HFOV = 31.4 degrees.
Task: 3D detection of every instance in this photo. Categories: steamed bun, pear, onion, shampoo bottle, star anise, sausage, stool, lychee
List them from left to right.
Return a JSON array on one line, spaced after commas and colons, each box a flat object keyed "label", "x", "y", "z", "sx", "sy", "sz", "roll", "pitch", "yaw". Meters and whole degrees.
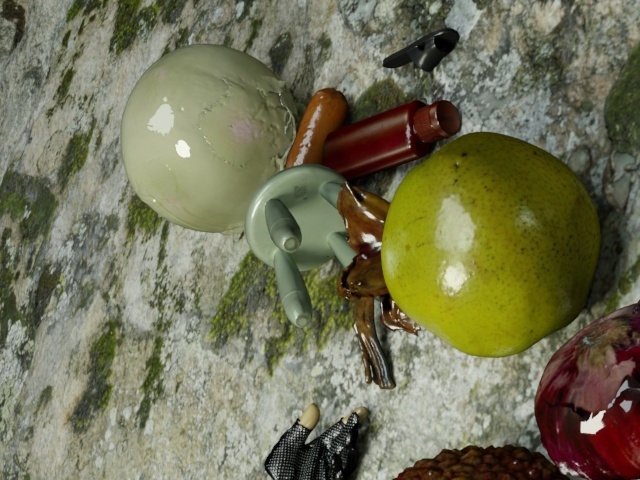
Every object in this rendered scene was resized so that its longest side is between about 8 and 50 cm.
[{"label": "steamed bun", "x": -0.190, "y": -0.191, "z": 2.052, "sx": 0.233, "sy": 0.312, "sz": 0.334, "roll": -7, "pitch": 72, "yaw": 46}, {"label": "sausage", "x": -0.007, "y": -0.176, "z": 2.009, "sx": 0.076, "sy": 0.076, "sz": 0.197, "roll": 19, "pitch": 88, "yaw": 52}, {"label": "stool", "x": 0.000, "y": 0.000, "z": 1.811, "sx": 0.198, "sy": 0.195, "sz": 0.195, "roll": -131, "pitch": 28, "yaw": -55}, {"label": "star anise", "x": 0.096, "y": 0.071, "z": 1.680, "sx": 0.148, "sy": 0.237, "sz": 0.346, "roll": 13, "pitch": 124, "yaw": 26}, {"label": "shampoo bottle", "x": 0.113, "y": -0.167, "z": 1.872, "sx": 0.260, "sy": 0.064, "sz": 0.102, "roll": -17, "pitch": 61, "yaw": 45}, {"label": "lychee", "x": 0.195, "y": 0.367, "z": 1.413, "sx": 0.271, "sy": 0.236, "sz": 0.236, "roll": -34, "pitch": 45, "yaw": 4}, {"label": "pear", "x": 0.220, "y": 0.002, "z": 1.501, "sx": 0.294, "sy": 0.294, "sz": 0.294, "roll": -24, "pitch": 57, "yaw": 42}, {"label": "onion", "x": 0.374, "y": 0.189, "z": 1.305, "sx": 0.252, "sy": 0.219, "sz": 0.252, "roll": -34, "pitch": 5, "yaw": 4}]

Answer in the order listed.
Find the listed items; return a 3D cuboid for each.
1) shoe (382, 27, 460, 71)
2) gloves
[{"label": "shoe", "x": 0.168, "y": -0.299, "z": 1.874, "sx": 0.159, "sy": 0.062, "sz": 0.053, "roll": -17, "pitch": 75, "yaw": 45}, {"label": "gloves", "x": 0.012, "y": 0.331, "z": 1.764, "sx": 0.181, "sy": 0.106, "sz": 0.129, "roll": -39, "pitch": 41, "yaw": -8}]
